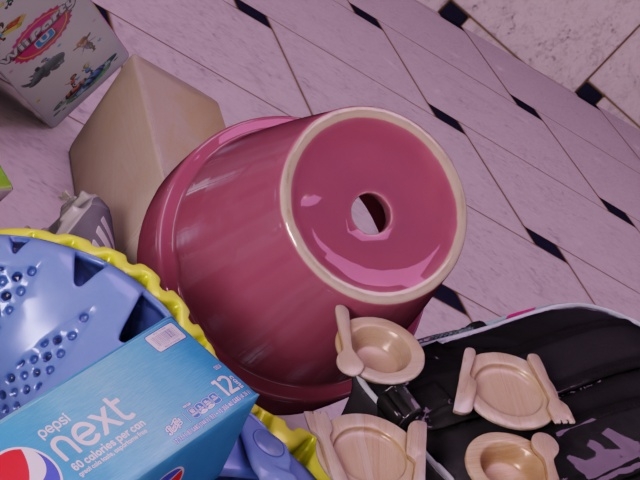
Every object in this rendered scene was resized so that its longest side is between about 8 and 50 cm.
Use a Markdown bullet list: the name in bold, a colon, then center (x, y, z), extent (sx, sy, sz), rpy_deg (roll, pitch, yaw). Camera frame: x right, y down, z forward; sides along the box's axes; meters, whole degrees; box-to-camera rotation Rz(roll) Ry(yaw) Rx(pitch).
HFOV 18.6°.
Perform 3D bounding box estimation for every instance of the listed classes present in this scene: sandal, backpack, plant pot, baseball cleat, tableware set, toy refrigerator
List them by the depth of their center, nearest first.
- **sandal**: center (-0.102, 0.109, 1.097), extent (0.317, 0.126, 0.138), rpy_deg (35, 20, 2)
- **tableware set**: center (0.072, 0.102, 1.144), extent (0.168, 0.020, 0.141), rpy_deg (10, 39, -10)
- **backpack**: center (0.151, 0.158, 1.266), extent (0.253, 0.191, 0.225), rpy_deg (-20, 50, -33)
- **plant pot**: center (0.000, 0.000, 1.279), extent (0.201, 0.201, 0.180), rpy_deg (32, -26, -13)
- **baseball cleat**: center (-0.156, 0.039, 1.302), extent (0.109, 0.072, 0.206), rpy_deg (46, 18, -14)
- **toy refrigerator**: center (-0.120, -0.035, 1.494), extent (0.094, 0.102, 0.269), rpy_deg (29, 17, -22)

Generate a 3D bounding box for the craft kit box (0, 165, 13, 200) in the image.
- **craft kit box**: center (-0.336, -0.116, 1.193), extent (0.250, 0.061, 0.247), rpy_deg (-4, 57, -57)

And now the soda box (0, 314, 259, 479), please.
- **soda box**: center (-0.127, 0.120, 0.953), extent (0.067, 0.071, 0.210), rpy_deg (41, 42, 17)

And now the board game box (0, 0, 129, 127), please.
- **board game box**: center (-0.277, -0.232, 1.512), extent (0.224, 0.097, 0.303), rpy_deg (48, -1, 12)
